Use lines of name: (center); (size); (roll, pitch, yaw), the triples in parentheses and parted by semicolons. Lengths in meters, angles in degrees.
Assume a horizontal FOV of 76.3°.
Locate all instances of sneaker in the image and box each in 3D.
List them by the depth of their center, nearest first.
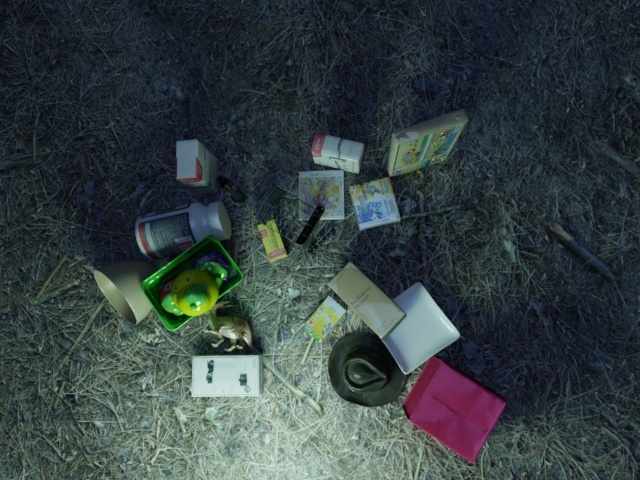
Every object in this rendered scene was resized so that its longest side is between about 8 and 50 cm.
sneaker: (-0.413, -0.230, 1.867); (0.178, 0.077, 0.072); (39, 87, 9)

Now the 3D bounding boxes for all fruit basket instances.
fruit basket: (-0.506, 0.175, 1.614); (0.392, 0.392, 0.283); (-38, 79, -1)

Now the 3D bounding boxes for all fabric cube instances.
fabric cube: (0.495, 0.619, 1.551); (0.258, 0.254, 0.259); (31, 85, 11)

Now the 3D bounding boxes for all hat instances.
hat: (0.189, 0.530, 1.656); (0.331, 0.134, 0.332); (-1, 80, 5)

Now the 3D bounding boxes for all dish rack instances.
dish rack: (-0.142, -0.116, 1.778); (0.271, 0.074, 0.208); (30, 76, 3)

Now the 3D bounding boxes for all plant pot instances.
plant pot: (-0.803, 0.192, 1.761); (0.284, 0.284, 0.191); (41, 53, 10)

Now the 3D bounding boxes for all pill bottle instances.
pill bottle: (-0.593, -0.050, 1.787); (0.362, 0.210, 0.210); (-12, 80, 4)

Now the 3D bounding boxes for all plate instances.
plate: (0.382, 0.360, 1.694); (0.277, 0.045, 0.278); (-35, 70, 0)

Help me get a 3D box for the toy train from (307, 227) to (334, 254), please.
toy train: (0.000, 0.000, 1.816); (0.158, 0.027, 0.036); (-45, 69, -2)

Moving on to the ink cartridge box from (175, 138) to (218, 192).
ink cartridge box: (-0.543, -0.322, 1.815); (0.100, 0.237, 0.172); (-3, 81, 8)

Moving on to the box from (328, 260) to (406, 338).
box: (0.192, 0.246, 1.682); (0.311, 0.121, 0.148); (42, 87, 21)

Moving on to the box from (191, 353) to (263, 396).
box: (-0.391, 0.567, 1.728); (0.289, 0.087, 0.169); (-3, 80, 4)

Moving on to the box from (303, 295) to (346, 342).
box: (0.017, 0.338, 1.750); (0.105, 0.043, 0.179); (41, 84, 10)

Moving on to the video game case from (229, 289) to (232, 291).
video game case: (-0.536, 0.170, 1.830); (0.232, 0.042, 0.210); (-20, 80, 2)

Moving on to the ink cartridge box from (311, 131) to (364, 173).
ink cartridge box: (0.079, -0.384, 1.803); (0.217, 0.158, 0.092); (13, 81, 8)

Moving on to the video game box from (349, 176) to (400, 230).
video game box: (0.240, -0.162, 1.809); (0.187, 0.048, 0.205); (-14, 80, 1)

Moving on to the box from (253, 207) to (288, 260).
box: (-0.223, -0.026, 1.824); (0.087, 0.058, 0.232); (-19, 80, 0)

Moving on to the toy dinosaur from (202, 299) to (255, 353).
toy dinosaur: (-0.385, 0.360, 1.754); (0.295, 0.127, 0.200); (26, 47, -7)

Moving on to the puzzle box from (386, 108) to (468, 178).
puzzle box: (0.410, -0.374, 1.644); (0.272, 0.409, 0.052); (-18, 80, 3)

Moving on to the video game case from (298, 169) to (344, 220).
video game case: (0.004, -0.205, 1.849); (0.206, 0.026, 0.227); (-1, 81, 6)
